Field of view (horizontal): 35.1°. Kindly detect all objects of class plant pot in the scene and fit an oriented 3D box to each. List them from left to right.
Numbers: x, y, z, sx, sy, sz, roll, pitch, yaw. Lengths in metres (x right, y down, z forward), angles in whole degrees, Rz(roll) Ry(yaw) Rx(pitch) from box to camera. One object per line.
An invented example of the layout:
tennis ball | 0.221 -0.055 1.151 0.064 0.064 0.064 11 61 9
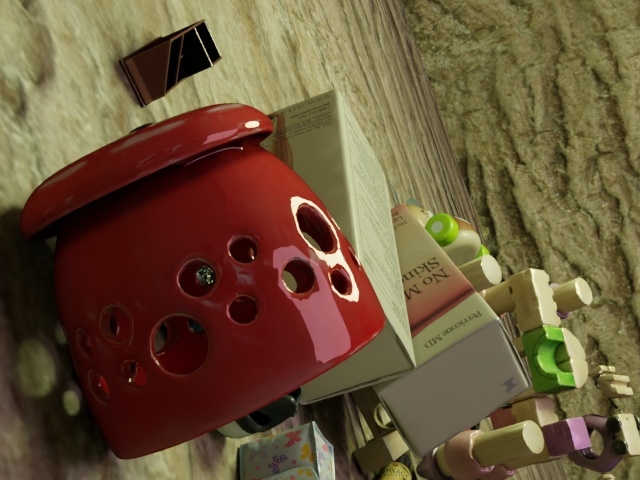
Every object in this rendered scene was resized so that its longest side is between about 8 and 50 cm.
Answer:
plant pot | -0.076 0.017 0.634 0.174 0.191 0.191 67 14 -2

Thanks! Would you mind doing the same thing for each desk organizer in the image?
desk organizer | -0.135 -0.168 0.942 0.130 0.050 0.047 -70 138 -68

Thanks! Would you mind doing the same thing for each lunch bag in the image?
lunch bag | -0.026 0.195 0.807 0.083 0.071 0.053 -94 160 -45

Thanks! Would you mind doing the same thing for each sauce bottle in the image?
sauce bottle | 0.083 0.277 1.158 0.128 0.042 0.042 -48 117 -76

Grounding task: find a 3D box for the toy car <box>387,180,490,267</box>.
toy car | 0.179 -0.023 1.749 0.155 0.149 0.188 34 25 -49

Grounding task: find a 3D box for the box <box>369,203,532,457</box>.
box | 0.099 0.093 1.115 0.127 0.148 0.232 59 -2 -39

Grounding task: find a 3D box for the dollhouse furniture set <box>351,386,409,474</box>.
dollhouse furniture set | 0.123 0.172 1.176 0.101 0.161 0.182 62 21 8

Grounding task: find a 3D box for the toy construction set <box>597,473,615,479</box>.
toy construction set | 0.224 0.395 1.044 0.257 0.309 0.237 40 37 -48

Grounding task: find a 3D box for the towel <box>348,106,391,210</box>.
towel | 0.061 -0.071 1.538 0.282 0.049 0.187 -91 158 -54

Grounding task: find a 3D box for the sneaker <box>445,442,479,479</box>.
sneaker | 0.203 0.350 1.444 0.188 0.066 0.071 -77 149 -63

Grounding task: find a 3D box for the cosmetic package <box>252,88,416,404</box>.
cosmetic package | 0.000 0.000 1.054 0.296 0.129 0.153 -95 160 -48

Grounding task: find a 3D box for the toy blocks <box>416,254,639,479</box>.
toy blocks | 0.238 0.201 1.424 0.309 0.260 0.289 9 62 -43

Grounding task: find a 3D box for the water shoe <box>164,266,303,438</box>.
water shoe | -0.077 0.054 0.793 0.073 0.080 0.203 -65 132 -71

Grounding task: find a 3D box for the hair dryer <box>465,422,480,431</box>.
hair dryer | 0.228 0.251 1.640 0.293 0.080 0.224 15 56 -72
